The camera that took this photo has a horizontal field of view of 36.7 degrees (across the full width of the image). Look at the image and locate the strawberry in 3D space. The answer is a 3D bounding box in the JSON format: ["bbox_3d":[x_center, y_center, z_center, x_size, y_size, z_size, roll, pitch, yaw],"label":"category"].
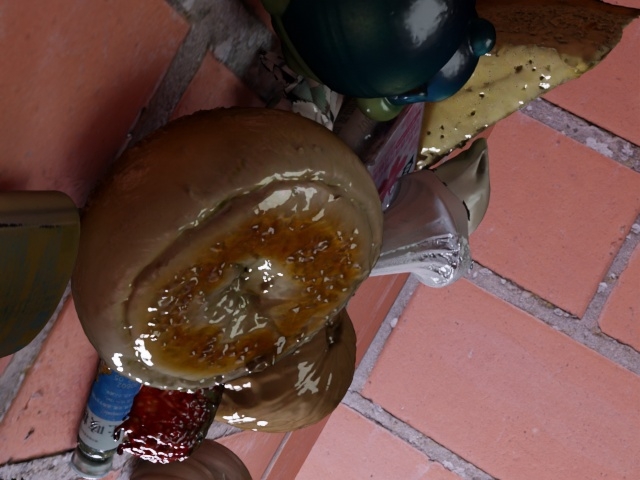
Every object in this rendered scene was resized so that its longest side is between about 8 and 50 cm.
[{"bbox_3d":[-0.152,0.171,1.023,0.145,0.086,0.145,-157,-90,-90],"label":"strawberry"}]

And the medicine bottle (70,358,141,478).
[{"bbox_3d":[-0.226,0.174,1.045,0.051,0.051,0.191,-37,152,-60],"label":"medicine bottle"}]

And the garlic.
[{"bbox_3d":[-0.182,0.360,1.393,0.214,0.191,0.160,88,7,-45],"label":"garlic"}]

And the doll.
[{"bbox_3d":[0.063,-0.226,0.911,0.322,0.186,0.198,9,81,-63],"label":"doll"}]

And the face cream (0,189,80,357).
[{"bbox_3d":[-0.257,0.033,0.594,0.139,0.067,0.285,-64,167,10],"label":"face cream"}]

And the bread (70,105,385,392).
[{"bbox_3d":[-0.087,0.004,0.863,0.306,0.159,0.305,-26,145,-20],"label":"bread"}]

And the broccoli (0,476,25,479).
[{"bbox_3d":[-0.265,0.338,0.812,0.308,0.275,0.307,2,90,-81],"label":"broccoli"}]

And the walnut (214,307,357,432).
[{"bbox_3d":[-0.070,0.132,1.166,0.228,0.228,0.228,-55,166,-21],"label":"walnut"}]

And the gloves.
[{"bbox_3d":[-0.028,-0.136,1.020,0.212,0.111,0.127,-48,159,-17],"label":"gloves"}]

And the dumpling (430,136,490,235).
[{"bbox_3d":[0.202,-0.066,1.557,0.229,0.124,0.151,-58,-164,5],"label":"dumpling"}]

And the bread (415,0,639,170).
[{"bbox_3d":[0.306,-0.236,1.520,0.248,0.315,0.279,-39,139,-50],"label":"bread"}]

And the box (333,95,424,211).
[{"bbox_3d":[0.068,-0.103,1.428,0.190,0.112,0.369,-57,167,-20],"label":"box"}]

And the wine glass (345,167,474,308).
[{"bbox_3d":[0.078,0.007,1.268,0.196,0.165,0.165,-18,147,-24],"label":"wine glass"}]
